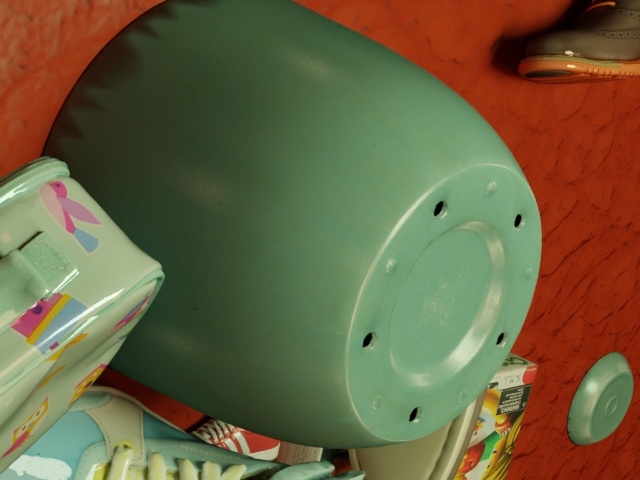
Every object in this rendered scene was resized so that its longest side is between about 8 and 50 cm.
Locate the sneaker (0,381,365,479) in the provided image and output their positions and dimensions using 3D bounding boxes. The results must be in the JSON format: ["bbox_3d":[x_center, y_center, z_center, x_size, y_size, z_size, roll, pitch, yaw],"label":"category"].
[{"bbox_3d":[-0.078,0.174,0.820,0.319,0.208,0.127,22,77,-36],"label":"sneaker"}]

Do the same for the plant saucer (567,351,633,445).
[{"bbox_3d":[0.331,0.188,1.468,0.119,0.021,0.119,-25,127,-39],"label":"plant saucer"}]

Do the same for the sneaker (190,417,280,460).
[{"bbox_3d":[-0.074,0.145,0.979,0.118,0.042,0.067,-8,115,-48],"label":"sneaker"}]

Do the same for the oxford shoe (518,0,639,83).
[{"bbox_3d":[0.261,-0.197,1.144,0.271,0.097,0.098,-20,107,-48],"label":"oxford shoe"}]

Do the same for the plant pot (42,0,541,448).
[{"bbox_3d":[0.000,0.000,0.831,0.293,0.235,0.293,-25,127,-39],"label":"plant pot"}]

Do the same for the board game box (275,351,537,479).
[{"bbox_3d":[0.074,0.210,1.169,0.305,0.053,0.193,-4,112,-47],"label":"board game box"}]

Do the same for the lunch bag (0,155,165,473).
[{"bbox_3d":[-0.213,0.078,0.659,0.279,0.108,0.224,-43,175,-26],"label":"lunch bag"}]

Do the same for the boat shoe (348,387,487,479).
[{"bbox_3d":[0.098,0.066,1.037,0.096,0.116,0.324,14,80,-56],"label":"boat shoe"}]
